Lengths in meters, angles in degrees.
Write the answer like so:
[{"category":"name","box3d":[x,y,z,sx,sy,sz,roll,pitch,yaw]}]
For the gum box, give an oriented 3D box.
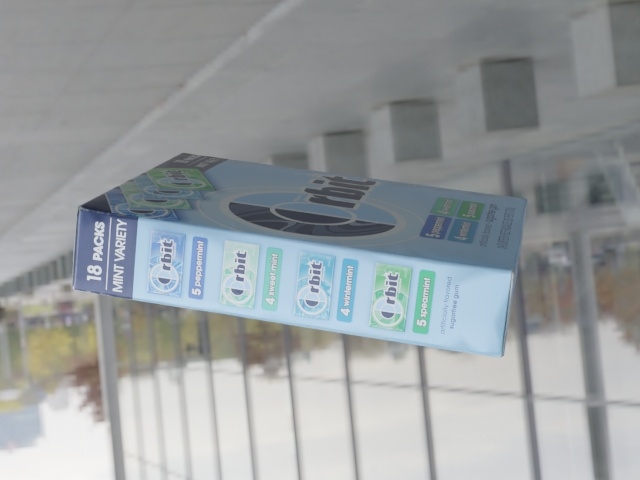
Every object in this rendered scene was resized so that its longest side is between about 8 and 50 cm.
[{"category":"gum box","box3d":[0.000,0.000,0.618,0.184,0.041,0.157,8,-166,9]}]
